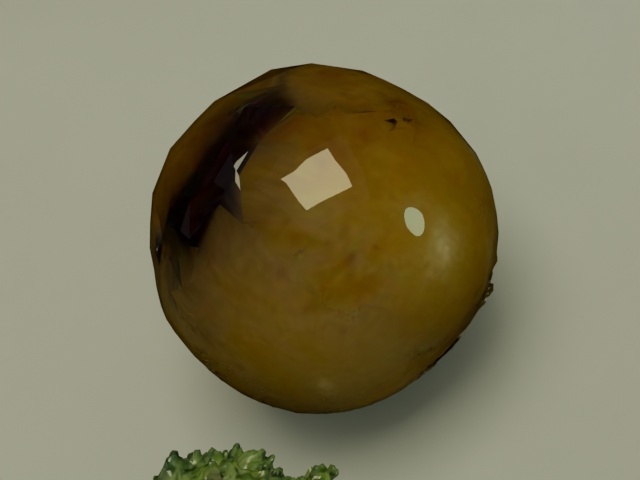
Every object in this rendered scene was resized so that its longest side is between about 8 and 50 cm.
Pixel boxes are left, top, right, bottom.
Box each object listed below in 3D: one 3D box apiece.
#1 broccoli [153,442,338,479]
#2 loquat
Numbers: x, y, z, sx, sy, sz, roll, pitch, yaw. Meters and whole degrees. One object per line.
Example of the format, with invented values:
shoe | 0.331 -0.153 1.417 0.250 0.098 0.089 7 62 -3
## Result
broccoli | -0.040 0.236 1.072 0.198 0.176 0.226 -4 21 10
loquat | 0.000 0.000 1.200 0.235 0.235 0.235 -10 52 14
